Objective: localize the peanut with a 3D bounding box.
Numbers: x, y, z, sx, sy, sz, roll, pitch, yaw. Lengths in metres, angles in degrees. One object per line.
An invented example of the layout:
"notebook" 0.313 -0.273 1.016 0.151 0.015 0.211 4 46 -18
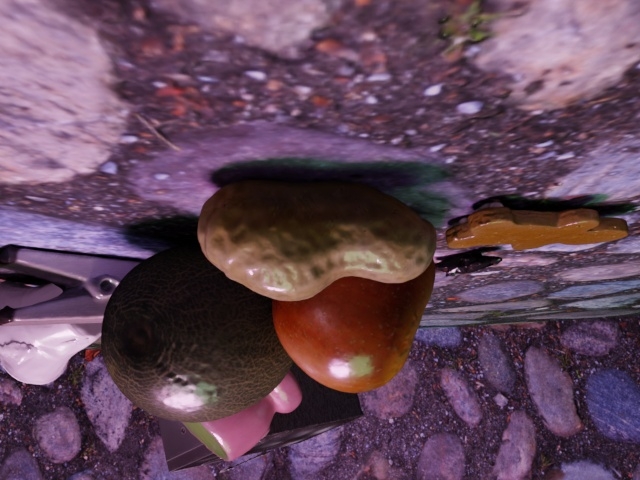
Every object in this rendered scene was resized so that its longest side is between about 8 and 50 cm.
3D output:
"peanut" 0.000 0.000 0.562 0.237 0.120 0.110 5 127 -10

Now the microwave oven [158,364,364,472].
"microwave oven" -0.154 0.325 1.368 0.236 0.374 0.432 -34 154 30

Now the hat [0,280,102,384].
"hat" -0.447 0.133 0.966 0.126 0.203 0.203 -25 164 6

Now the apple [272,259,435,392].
"apple" 0.042 0.073 0.710 0.173 0.210 0.235 21 -179 12

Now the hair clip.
"hair clip" -0.312 0.077 0.866 0.331 0.101 0.085 8 158 -45

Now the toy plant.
"toy plant" -0.121 0.214 1.069 0.210 0.356 0.317 50 153 -22

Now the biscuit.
"biscuit" 0.286 -0.018 0.742 0.241 0.035 0.158 1 168 -15

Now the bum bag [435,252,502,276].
"bum bag" 0.247 0.040 0.982 0.058 0.034 0.125 -3 171 -44

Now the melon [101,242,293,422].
"melon" -0.151 0.122 0.783 0.238 0.237 0.302 -8 172 20
